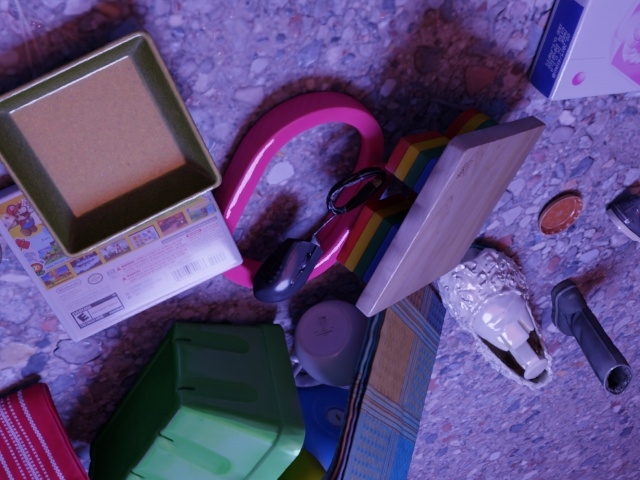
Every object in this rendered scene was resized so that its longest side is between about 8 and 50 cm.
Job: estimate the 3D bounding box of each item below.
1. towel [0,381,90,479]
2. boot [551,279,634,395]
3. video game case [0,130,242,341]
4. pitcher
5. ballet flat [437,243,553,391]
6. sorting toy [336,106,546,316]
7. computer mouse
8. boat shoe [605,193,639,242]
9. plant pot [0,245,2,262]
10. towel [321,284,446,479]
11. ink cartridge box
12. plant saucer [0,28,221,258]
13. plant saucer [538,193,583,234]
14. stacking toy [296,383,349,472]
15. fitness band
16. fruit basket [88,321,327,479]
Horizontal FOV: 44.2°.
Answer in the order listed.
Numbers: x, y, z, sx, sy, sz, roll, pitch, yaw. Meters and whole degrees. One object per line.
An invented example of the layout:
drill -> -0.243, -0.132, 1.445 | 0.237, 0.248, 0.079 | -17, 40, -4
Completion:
towel -> -0.454, 0.331, 1.051 | 0.274, 0.199, 0.031 | -24, 179, -5
boot -> 0.507, 0.193, 1.461 | 0.076, 0.208, 0.190 | -35, 139, 6
video game case -> -0.229, -0.009, 0.910 | 0.227, 0.026, 0.206 | -25, 123, -6
pitcher -> 0.013, 0.179, 1.230 | 0.177, 0.126, 0.207 | -21, 152, 10
ballet flat -> 0.330, 0.149, 1.371 | 0.147, 0.147, 0.409 | -36, 139, 6
sorting toy -> 0.150, -0.055, 1.031 | 0.255, 0.089, 0.257 | -21, 145, -52
computer mouse -> 0.000, 0.000, 1.010 | 0.071, 0.041, 0.242 | 24, 116, -40
boat shoe -> 0.584, -0.025, 1.393 | 0.206, 0.075, 0.065 | 23, 120, -38
plant pot -> -0.429, 0.007, 0.707 | 0.229, 0.263, 0.263 | -32, 143, -26
towel -> 0.104, 0.225, 1.184 | 0.040, 0.370, 0.271 | 6, 156, 27
ink cartridge box -> 0.458, -0.342, 1.001 | 0.330, 0.071, 0.324 | -10, 135, -21
plant saucer -> -0.225, -0.102, 0.818 | 0.188, 0.045, 0.188 | -27, 123, -5
plant saucer -> 0.396, -0.044, 1.305 | 0.083, 0.013, 0.083 | -17, 138, -15
stacking toy -> -0.022, 0.402, 1.380 | 0.165, 0.175, 0.302 | -2, 132, -33
fitness band -> -0.029, -0.057, 1.010 | 0.209, 0.054, 0.291 | 9, 125, -34
fruit basket -> -0.118, 0.336, 1.167 | 0.391, 0.283, 0.392 | -6, 127, -9
